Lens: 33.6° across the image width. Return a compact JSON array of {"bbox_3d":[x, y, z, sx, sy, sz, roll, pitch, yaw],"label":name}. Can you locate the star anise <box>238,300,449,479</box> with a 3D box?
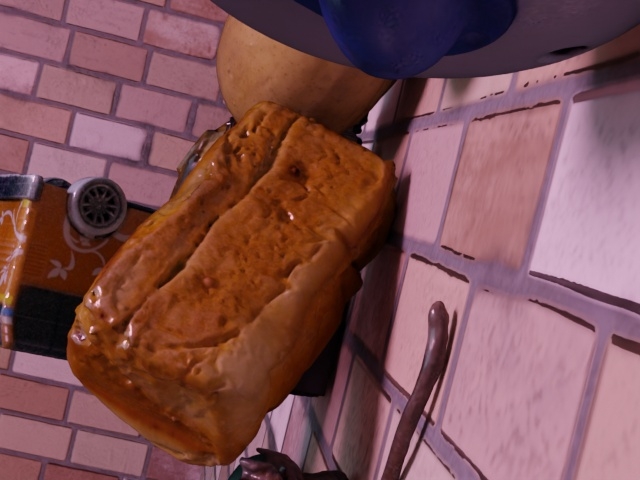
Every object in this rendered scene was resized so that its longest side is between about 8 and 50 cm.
[{"bbox_3d":[0.035,0.157,0.712,0.227,0.218,0.148,-18,12,36],"label":"star anise"}]

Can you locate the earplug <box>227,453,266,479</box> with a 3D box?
[{"bbox_3d":[-0.107,0.359,1.081,0.257,0.164,0.280,-10,75,43],"label":"earplug"}]

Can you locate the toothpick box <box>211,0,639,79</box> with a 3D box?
[{"bbox_3d":[0.038,-0.224,0.402,0.263,0.263,0.355,122,159,-70],"label":"toothpick box"}]

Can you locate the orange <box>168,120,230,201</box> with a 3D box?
[{"bbox_3d":[-0.136,-0.032,1.637,0.271,0.210,0.368,-54,4,-10],"label":"orange"}]

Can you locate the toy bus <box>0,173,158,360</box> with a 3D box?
[{"bbox_3d":[-0.165,0.043,0.955,0.138,0.275,0.167,3,80,55],"label":"toy bus"}]

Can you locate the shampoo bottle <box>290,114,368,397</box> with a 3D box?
[{"bbox_3d":[0.000,0.000,1.064,0.098,0.071,0.309,132,150,-77],"label":"shampoo bottle"}]

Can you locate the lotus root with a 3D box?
[{"bbox_3d":[-0.013,-0.169,0.985,0.310,0.183,0.183,130,155,-49],"label":"lotus root"}]

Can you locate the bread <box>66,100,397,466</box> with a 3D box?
[{"bbox_3d":[-0.058,0.027,0.829,0.294,0.167,0.132,-55,1,-38],"label":"bread"}]
